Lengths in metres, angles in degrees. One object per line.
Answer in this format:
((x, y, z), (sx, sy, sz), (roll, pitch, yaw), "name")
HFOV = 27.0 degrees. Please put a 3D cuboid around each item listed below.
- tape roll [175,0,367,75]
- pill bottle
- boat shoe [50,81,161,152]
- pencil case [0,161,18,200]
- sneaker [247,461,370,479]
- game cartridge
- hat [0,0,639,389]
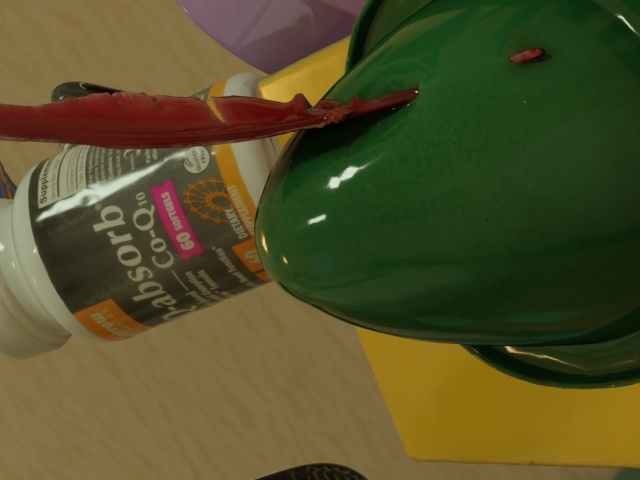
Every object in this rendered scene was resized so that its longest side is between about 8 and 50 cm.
((-0.006, -0.250, 1.041), (0.090, 0.275, 0.275), (-44, 5, 44), "tape roll")
((-0.141, -0.012, 1.057), (0.278, 0.162, 0.162), (-22, 17, 15), "pill bottle")
((-0.162, -0.105, 1.258), (0.228, 0.076, 0.080), (4, -36, -48), "boat shoe")
((-0.366, -0.077, 1.279), (0.133, 0.306, 0.119), (-18, 50, -5), "pencil case")
((-0.096, 0.229, 0.856), (0.290, 0.123, 0.106), (-3, 34, -25), "sneaker")
((0.105, -0.004, 0.777), (0.053, 0.285, 0.324), (-26, 7, -32), "game cartridge")
((0.000, 0.000, 0.436), (0.183, 0.173, 0.208), (-23, 16, -37), "hat")
